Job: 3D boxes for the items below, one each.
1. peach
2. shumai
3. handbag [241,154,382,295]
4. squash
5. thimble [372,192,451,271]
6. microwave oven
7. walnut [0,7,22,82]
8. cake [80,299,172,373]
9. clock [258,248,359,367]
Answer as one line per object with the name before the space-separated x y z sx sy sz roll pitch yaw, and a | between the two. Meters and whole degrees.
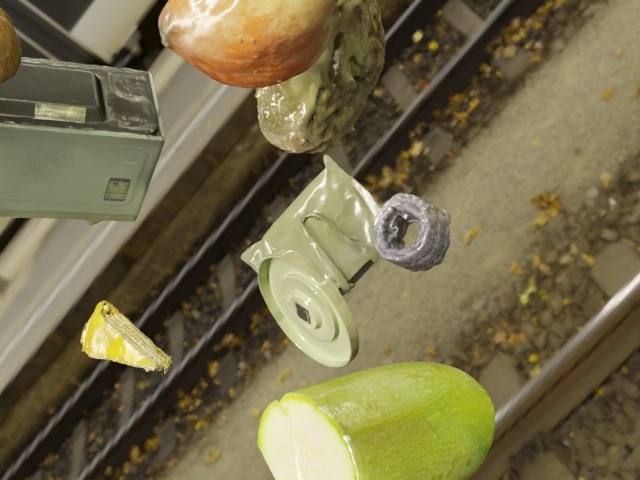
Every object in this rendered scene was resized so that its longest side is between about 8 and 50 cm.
peach | -0.093 -0.288 1.191 0.232 0.232 0.232 -44 22 23
shumai | 0.007 -0.331 1.670 0.283 0.217 0.346 120 175 -78
handbag | 0.005 0.000 2.250 0.316 0.253 0.109 -49 -8 0
squash | 0.105 0.295 1.476 0.233 0.309 0.210 57 134 25
thimble | 0.182 -0.015 1.949 0.150 0.098 0.150 -17 63 36
microwave oven | -0.507 -0.200 1.861 0.286 0.355 0.218 119 144 -45
walnut | -0.473 -0.278 1.376 0.124 0.105 0.105 100 -173 -49
cake | -0.355 0.198 1.711 0.116 0.185 0.080 -52 -14 17
clock | -0.023 0.122 1.705 0.029 0.235 0.235 -34 10 -28
